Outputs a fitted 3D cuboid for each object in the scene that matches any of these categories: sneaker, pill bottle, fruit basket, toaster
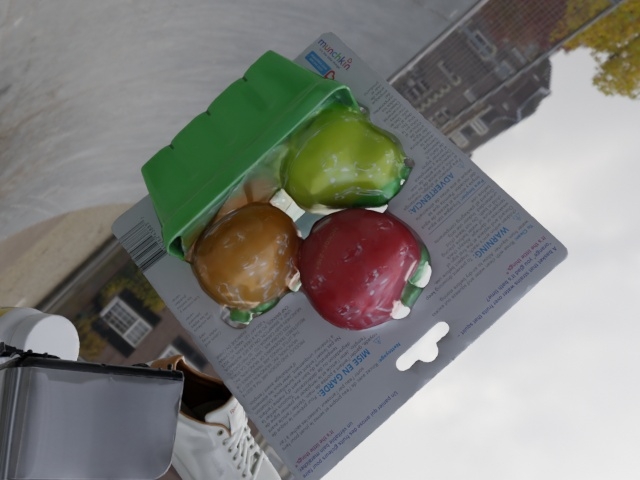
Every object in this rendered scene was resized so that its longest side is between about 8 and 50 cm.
[{"bbox_3d":[-0.129,0.264,0.860,0.123,0.290,0.106,-30,-156,28],"label":"sneaker"},{"bbox_3d":[-0.469,0.156,0.966,0.208,0.119,0.119,-1,-147,26],"label":"pill bottle"},{"bbox_3d":[0.000,0.000,0.662,0.327,0.353,0.165,-43,164,1],"label":"fruit basket"},{"bbox_3d":[-0.244,0.174,0.621,0.168,0.185,0.110,-27,-123,46],"label":"toaster"}]
